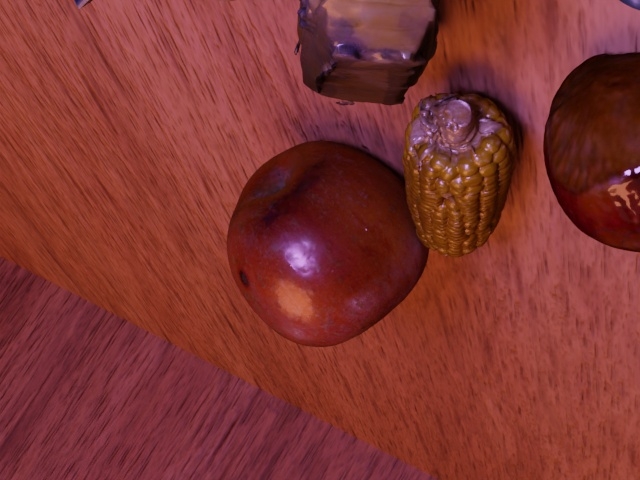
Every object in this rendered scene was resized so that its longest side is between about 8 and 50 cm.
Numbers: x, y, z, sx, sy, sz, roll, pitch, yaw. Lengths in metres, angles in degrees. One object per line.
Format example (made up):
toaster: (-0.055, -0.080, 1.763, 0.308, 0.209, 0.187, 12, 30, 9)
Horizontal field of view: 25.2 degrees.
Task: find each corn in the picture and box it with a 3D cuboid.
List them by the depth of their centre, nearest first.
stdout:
corn: (0.143, -0.065, 1.512, 0.119, 0.119, 0.322, 28, 164, 11)

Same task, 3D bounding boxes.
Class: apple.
apple: (0.000, 0.000, 1.705, 0.253, 0.254, 0.253, 28, 162, 10)

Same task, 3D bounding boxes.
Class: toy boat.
toy boat: (0.045, -0.206, 1.184, 0.135, 0.162, 0.445, 3, 180, 0)

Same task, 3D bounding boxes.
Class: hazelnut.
hazelnut: (0.275, -0.078, 1.218, 0.160, 0.170, 0.202, 7, -153, -14)

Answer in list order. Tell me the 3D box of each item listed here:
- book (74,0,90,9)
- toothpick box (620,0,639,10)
book: (-0.242, -0.375, 1.233, 0.228, 0.018, 0.323, -12, 103, 65)
toothpick box: (0.225, -0.232, 0.933, 0.120, 0.120, 0.184, 24, 163, 22)
